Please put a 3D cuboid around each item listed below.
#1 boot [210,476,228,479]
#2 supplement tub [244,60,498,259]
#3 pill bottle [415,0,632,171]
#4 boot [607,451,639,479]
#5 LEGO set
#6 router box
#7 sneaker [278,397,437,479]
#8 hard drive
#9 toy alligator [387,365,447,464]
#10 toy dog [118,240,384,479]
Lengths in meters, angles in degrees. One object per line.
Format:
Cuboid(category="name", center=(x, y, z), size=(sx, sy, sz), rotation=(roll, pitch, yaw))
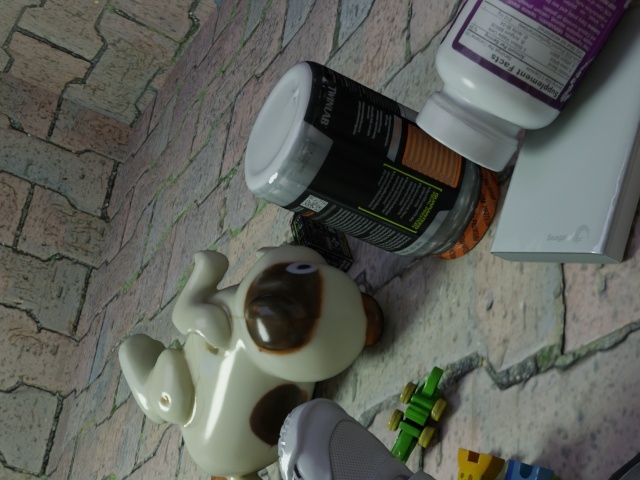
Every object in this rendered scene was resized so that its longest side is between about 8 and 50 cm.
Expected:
Cuboid(category="boot", center=(-0.181, 0.392, 1.640), size=(0.197, 0.073, 0.152), rotation=(-32, 46, 57))
Cuboid(category="supplement tub", center=(0.072, -0.096, 1.214), size=(0.193, 0.316, 0.193), rotation=(-47, 30, 39))
Cuboid(category="pill bottle", center=(0.242, -0.240, 1.065), size=(0.301, 0.169, 0.169), rotation=(-60, 25, 17))
Cuboid(category="boot", center=(0.258, 0.275, 0.662), size=(0.338, 0.118, 0.222), rotation=(-29, 27, -2))
Cuboid(category="LEGO set", center=(0.193, 0.276, 0.925), size=(0.227, 0.087, 0.093), rotation=(-10, 61, 64))
Cuboid(category="router box", center=(0.000, 0.000, 1.563), size=(0.038, 0.092, 0.122), rotation=(-57, 25, 25))
Cuboid(category="sneaker", center=(0.130, 0.272, 0.826), size=(0.210, 0.365, 0.137), rotation=(-39, -6, 34))
Cuboid(category="hard drive", center=(0.315, -0.123, 1.069), size=(0.203, 0.040, 0.307), rotation=(-1, 68, 65))
Cuboid(category="toy alligator", center=(0.117, 0.248, 1.161), size=(0.189, 0.056, 0.051), rotation=(-67, -18, 6))
Cuboid(category="toy dog", center=(-0.096, 0.176, 1.398), size=(0.408, 0.285, 0.395), rotation=(-49, 43, 37))
